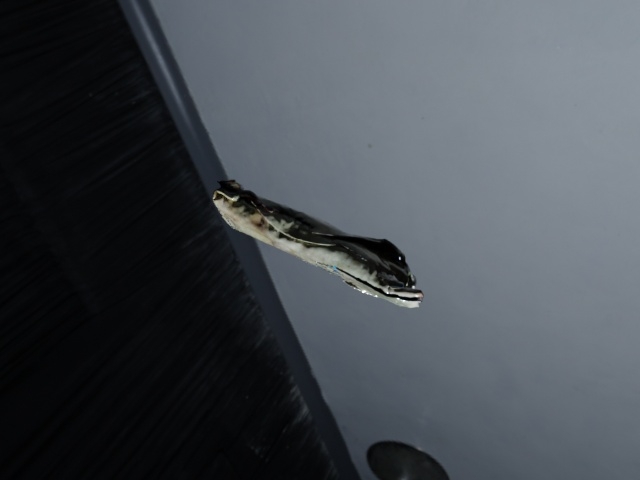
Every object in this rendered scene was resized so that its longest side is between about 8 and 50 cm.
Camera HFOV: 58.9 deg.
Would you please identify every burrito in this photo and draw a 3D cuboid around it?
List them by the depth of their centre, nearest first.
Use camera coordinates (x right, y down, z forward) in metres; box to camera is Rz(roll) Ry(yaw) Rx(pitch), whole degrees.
[{"bbox_3d":[-0.001,0.002,0.421,0.171,0.051,0.042,22,91,13],"label":"burrito"}]
